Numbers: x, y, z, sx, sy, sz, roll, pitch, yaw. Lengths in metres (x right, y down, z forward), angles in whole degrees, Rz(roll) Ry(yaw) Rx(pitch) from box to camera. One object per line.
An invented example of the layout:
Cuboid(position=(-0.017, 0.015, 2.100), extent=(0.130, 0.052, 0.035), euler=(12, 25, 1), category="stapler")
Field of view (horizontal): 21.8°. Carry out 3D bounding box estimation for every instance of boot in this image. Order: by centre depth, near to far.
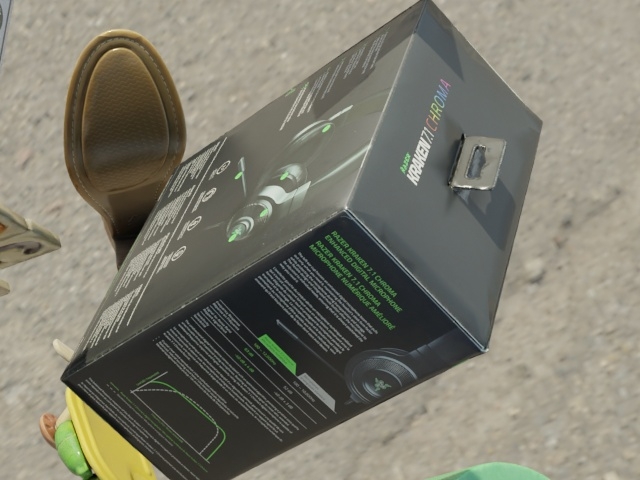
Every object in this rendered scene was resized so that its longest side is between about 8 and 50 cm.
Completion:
Cuboid(position=(-0.168, -0.097, 1.513), extent=(0.109, 0.283, 0.220), euler=(-15, 33, 0), category="boot")

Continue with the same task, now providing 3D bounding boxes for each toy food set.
Cuboid(position=(-0.253, 0.227, 1.820), extent=(0.128, 0.071, 0.218), euler=(40, 17, -45), category="toy food set")

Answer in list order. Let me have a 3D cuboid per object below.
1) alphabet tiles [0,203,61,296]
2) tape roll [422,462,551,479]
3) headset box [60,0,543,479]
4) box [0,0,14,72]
Cuboid(position=(-0.337, 0.042, 0.974), extent=(0.342, 0.285, 0.011), euler=(-20, 75, 6), category="alphabet tiles")
Cuboid(position=(0.150, 0.346, 1.361), extent=(0.321, 0.077, 0.321), euler=(25, 55, -41), category="tape roll")
Cuboid(position=(0.000, 0.000, 1.100), extent=(0.131, 0.283, 0.246), euler=(45, 36, -19), category="headset box")
Cuboid(position=(-0.318, -0.163, 1.288), extent=(0.087, 0.169, 0.290), euler=(3, 71, 14), category="box")
